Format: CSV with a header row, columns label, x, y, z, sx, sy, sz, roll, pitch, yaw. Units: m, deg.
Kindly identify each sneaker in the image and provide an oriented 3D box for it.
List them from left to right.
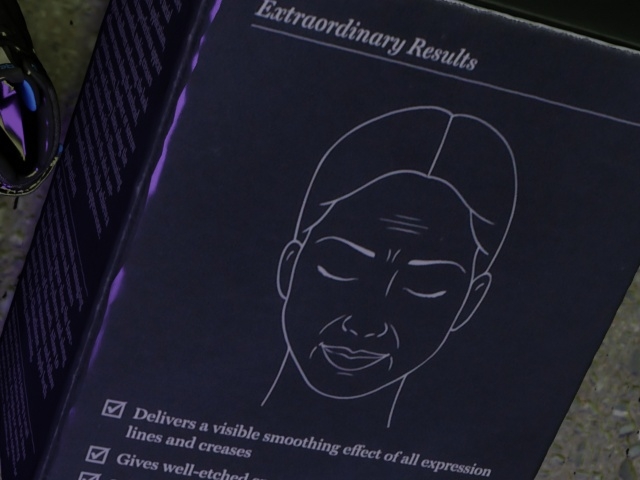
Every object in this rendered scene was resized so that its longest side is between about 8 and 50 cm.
label,x,y,z,sx,sy,sz,roll,pitch,yaw
sneaker,-0.204,-0.130,0.968,0.079,0.121,0.216,-25,110,-12

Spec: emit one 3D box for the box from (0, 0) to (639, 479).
label,x,y,z,sx,sy,sz,roll,pitch,yaw
box,0.000,0.000,0.972,0.294,0.212,0.395,13,116,-21
